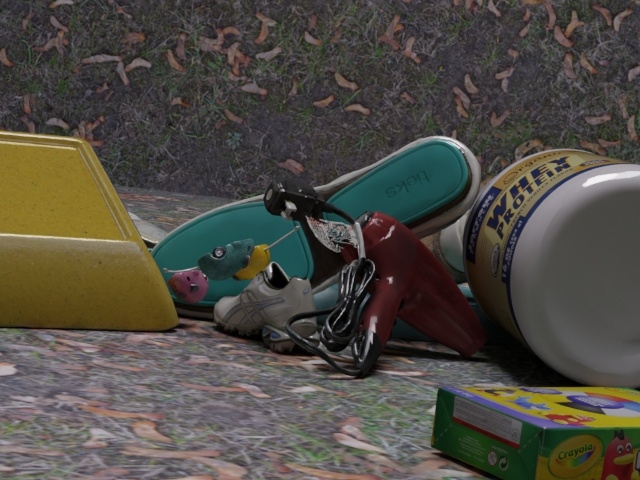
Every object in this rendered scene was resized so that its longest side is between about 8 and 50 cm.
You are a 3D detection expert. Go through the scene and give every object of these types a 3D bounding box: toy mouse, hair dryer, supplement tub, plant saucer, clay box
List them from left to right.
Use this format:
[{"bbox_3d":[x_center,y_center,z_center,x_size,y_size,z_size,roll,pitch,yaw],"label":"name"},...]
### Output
[{"bbox_3d":[-0.339,-0.032,1.530,0.332,0.081,0.333,4,30,-29],"label":"plant saucer"},{"bbox_3d":[-0.114,0.036,1.517,0.161,0.031,0.143,-30,-12,31],"label":"toy mouse"},{"bbox_3d":[0.058,0.066,1.472,0.293,0.224,0.080,15,-39,-38],"label":"hair dryer"},{"bbox_3d":[0.104,0.079,1.786,0.317,0.044,0.317,7,4,-1],"label":"plant saucer"},{"bbox_3d":[0.281,0.020,1.551,0.228,0.228,0.316,6,7,-9],"label":"supplement tub"},{"bbox_3d":[0.210,0.146,1.080,0.222,0.053,0.127,2,7,-32],"label":"clay box"}]

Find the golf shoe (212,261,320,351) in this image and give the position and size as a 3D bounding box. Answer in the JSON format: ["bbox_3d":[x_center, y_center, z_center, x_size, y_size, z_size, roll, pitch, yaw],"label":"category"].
[{"bbox_3d":[-0.054,0.063,1.511,0.069,0.086,0.176,1,6,-35],"label":"golf shoe"}]

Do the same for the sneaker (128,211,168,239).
[{"bbox_3d":[-0.253,0.010,1.828,0.121,0.099,0.262,15,10,20],"label":"sneaker"}]

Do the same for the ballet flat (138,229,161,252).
[{"bbox_3d":[-0.234,0.017,1.710,0.248,0.086,0.086,22,4,-4],"label":"ballet flat"}]

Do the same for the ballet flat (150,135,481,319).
[{"bbox_3d":[0.000,0.000,1.640,0.400,0.139,0.139,-21,1,8],"label":"ballet flat"}]

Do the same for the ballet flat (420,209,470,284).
[{"bbox_3d":[0.239,-0.019,1.762,0.316,0.108,0.106,-18,-3,0],"label":"ballet flat"}]
